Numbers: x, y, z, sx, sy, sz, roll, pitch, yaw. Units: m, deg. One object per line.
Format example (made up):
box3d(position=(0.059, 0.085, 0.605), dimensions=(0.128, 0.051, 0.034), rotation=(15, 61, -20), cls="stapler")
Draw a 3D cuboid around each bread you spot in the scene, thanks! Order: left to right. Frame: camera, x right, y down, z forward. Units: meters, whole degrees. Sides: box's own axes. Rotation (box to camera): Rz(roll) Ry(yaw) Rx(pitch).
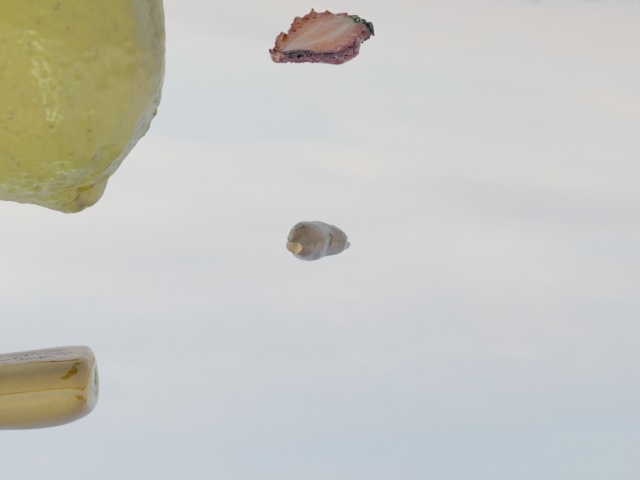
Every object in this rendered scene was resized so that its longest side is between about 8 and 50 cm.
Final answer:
box3d(position=(-0.333, 0.149, 1.546), dimensions=(0.239, 0.073, 0.092), rotation=(-6, -167, -1), cls="bread")

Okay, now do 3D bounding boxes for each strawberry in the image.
box3d(position=(0.001, -0.251, 2.056), dimensions=(0.152, 0.048, 0.104), rotation=(-24, -136, -24), cls="strawberry")

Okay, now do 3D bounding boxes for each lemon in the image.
box3d(position=(-0.203, -0.140, 1.057), dimensions=(0.204, 0.260, 0.204), rotation=(-14, -166, 4), cls="lemon")

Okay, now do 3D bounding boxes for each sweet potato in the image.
box3d(position=(0.000, 0.000, 2.055), dimensions=(0.056, 0.056, 0.195), rotation=(13, -174, 24), cls="sweet potato")
